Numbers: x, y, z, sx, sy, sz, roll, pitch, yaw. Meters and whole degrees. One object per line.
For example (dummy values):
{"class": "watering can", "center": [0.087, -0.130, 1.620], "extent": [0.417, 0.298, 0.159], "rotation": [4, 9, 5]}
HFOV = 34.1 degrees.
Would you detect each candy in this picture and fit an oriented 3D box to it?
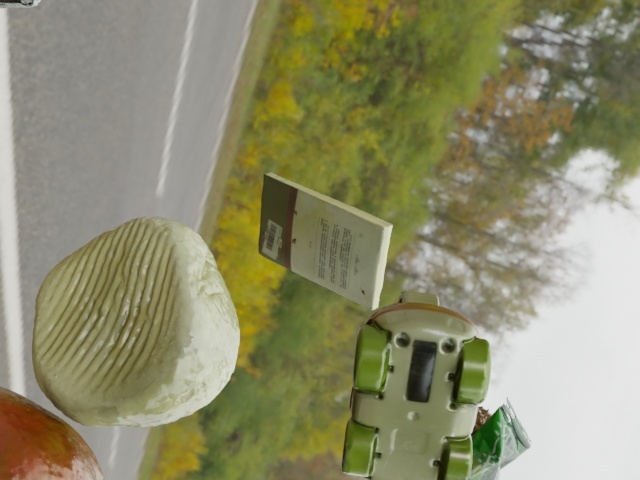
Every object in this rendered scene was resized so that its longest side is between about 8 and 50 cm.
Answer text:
{"class": "candy", "center": [0.280, 0.378, 1.775], "extent": [0.203, 0.078, 0.141], "rotation": [-51, 146, -16]}

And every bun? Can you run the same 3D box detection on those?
{"class": "bun", "center": [-0.282, 0.147, 1.670], "extent": [0.348, 0.353, 0.227], "rotation": [-66, 149, -20]}

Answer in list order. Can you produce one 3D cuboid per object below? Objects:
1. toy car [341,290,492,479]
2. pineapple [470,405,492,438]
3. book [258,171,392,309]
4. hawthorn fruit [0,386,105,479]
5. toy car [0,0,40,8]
{"class": "toy car", "center": [0.109, 0.161, 1.219], "extent": [0.235, 0.145, 0.235], "rotation": [7, 90, -88]}
{"class": "pineapple", "center": [0.225, 0.315, 1.878], "extent": [0.108, 0.198, 0.108], "rotation": [-55, 172, -12]}
{"class": "book", "center": [0.000, 0.000, 2.032], "extent": [0.026, 0.289, 0.201], "rotation": [-34, 141, -46]}
{"class": "hawthorn fruit", "center": [-0.517, 0.450, 1.580], "extent": [0.472, 0.472, 0.471], "rotation": [-160, -90, -87]}
{"class": "toy car", "center": [-0.413, -0.319, 1.365], "extent": [0.025, 0.093, 0.041], "rotation": [88, -5, -53]}
